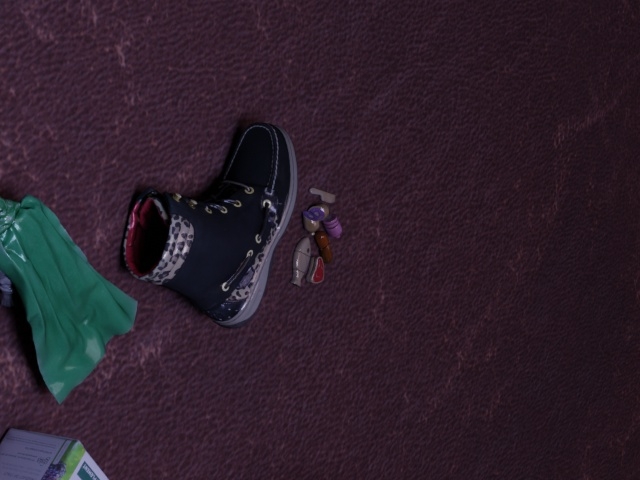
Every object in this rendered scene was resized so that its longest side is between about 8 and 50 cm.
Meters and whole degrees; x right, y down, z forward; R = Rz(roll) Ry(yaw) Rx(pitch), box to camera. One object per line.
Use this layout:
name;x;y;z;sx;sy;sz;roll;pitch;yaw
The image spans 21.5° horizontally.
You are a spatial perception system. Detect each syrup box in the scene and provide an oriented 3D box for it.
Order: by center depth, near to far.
syrup box;-0.298;0.302;1.593;0.237;0.096;0.093;-62;141;-32

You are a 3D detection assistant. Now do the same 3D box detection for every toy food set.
toy food set;0.000;0.000;2.060;0.078;0.019;0.122;16;81;-56

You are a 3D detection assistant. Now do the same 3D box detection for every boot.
boot;-0.116;-0.038;1.825;0.178;0.085;0.236;28;72;-52

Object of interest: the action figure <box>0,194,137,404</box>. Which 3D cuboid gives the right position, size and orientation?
action figure;-0.269;0.034;1.625;0.137;0.063;0.232;-58;142;-31
